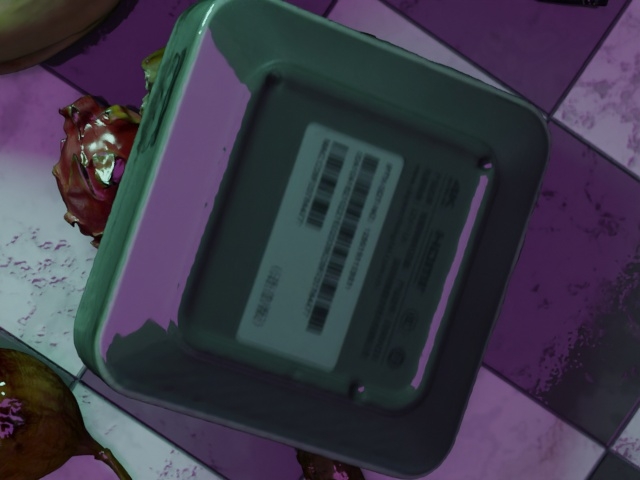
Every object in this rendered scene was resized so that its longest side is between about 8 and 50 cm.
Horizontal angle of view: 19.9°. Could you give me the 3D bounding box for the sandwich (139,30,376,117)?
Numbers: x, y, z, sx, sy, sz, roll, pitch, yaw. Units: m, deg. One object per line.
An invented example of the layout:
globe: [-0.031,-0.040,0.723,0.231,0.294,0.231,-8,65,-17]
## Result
sandwich: [-0.069,-0.164,1.815,0.244,0.088,0.090,-6,102,-17]

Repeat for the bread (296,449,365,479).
bread: [0.015,0.245,1.857,0.060,0.082,0.113,-25,92,2]

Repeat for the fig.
fig: [-0.273,0.189,1.831,0.201,0.134,0.146,13,123,-24]

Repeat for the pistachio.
pistachio: [-0.279,-0.272,1.765,0.293,0.162,0.181,-37,79,7]

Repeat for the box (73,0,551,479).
box: [0.001,-0.001,1.750,0.396,0.111,0.396,19,89,-22]

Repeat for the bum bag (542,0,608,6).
bum bag: [0.259,-0.363,1.834,0.123,0.060,0.248,9,94,-4]

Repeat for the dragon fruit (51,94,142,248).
dragon fruit: [-0.199,-0.070,1.802,0.133,0.136,0.166,-35,107,-36]
